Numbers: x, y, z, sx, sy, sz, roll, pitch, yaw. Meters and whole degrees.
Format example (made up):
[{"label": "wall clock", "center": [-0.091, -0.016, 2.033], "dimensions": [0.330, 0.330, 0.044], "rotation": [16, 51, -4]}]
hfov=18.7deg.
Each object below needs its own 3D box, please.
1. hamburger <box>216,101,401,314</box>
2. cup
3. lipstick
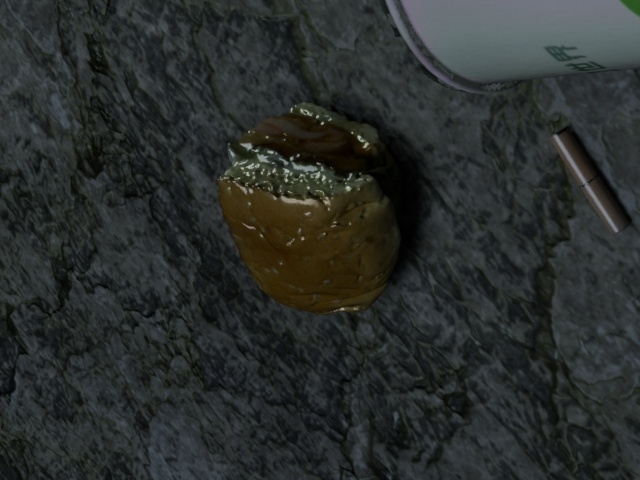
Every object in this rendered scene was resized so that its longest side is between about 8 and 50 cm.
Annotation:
[{"label": "hamburger", "center": [0.000, 0.000, 1.758], "dimensions": [0.155, 0.135, 0.207], "rotation": [29, 139, 36]}, {"label": "cup", "center": [0.207, -0.215, 1.264], "dimensions": [0.274, 0.253, 0.253], "rotation": [6, 121, 41]}, {"label": "lipstick", "center": [0.215, -0.048, 1.561], "dimensions": [0.094, 0.019, 0.019], "rotation": [58, 145, 0]}]
